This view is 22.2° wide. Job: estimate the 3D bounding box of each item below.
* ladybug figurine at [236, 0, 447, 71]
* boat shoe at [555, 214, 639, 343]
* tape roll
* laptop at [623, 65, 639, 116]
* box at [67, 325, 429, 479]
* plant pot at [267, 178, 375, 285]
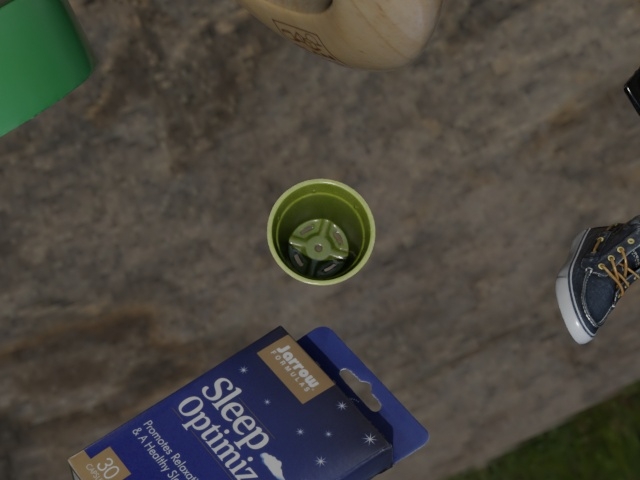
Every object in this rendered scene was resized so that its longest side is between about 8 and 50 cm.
[{"bbox_3d":[-0.029,-0.308,1.243,0.162,0.305,0.449,-52,138,-15],"label":"ladybug figurine"},{"bbox_3d":[0.294,0.032,1.661,0.083,0.065,0.183,-23,-158,27],"label":"boat shoe"},{"bbox_3d":[-0.319,-0.090,1.179,0.321,0.077,0.321,-24,-165,7],"label":"tape roll"},{"bbox_3d":[0.466,-0.134,1.700,0.137,0.234,0.264,-28,-172,38],"label":"laptop"},{"bbox_3d":[-0.048,0.148,1.159,0.225,0.136,0.036,-31,146,-21],"label":"box"},{"bbox_3d":[0.000,0.000,1.289,0.083,0.083,0.079,-20,171,-4],"label":"plant pot"}]
